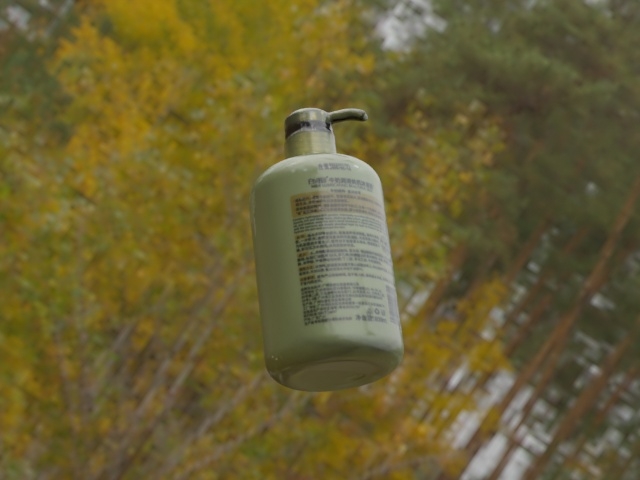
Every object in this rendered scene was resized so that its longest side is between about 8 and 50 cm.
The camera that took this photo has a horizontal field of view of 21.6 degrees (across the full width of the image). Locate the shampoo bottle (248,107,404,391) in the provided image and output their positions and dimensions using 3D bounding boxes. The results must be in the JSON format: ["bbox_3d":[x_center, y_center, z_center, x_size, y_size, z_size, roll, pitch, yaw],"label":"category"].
[{"bbox_3d":[0.000,0.000,0.953,0.079,0.162,0.079,-6,-22,-3],"label":"shampoo bottle"}]
